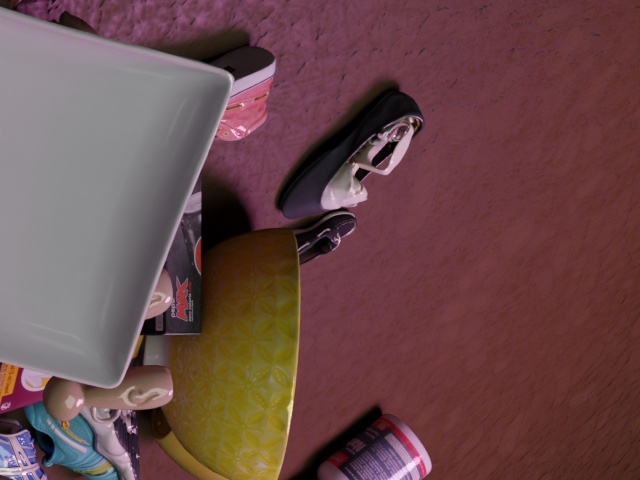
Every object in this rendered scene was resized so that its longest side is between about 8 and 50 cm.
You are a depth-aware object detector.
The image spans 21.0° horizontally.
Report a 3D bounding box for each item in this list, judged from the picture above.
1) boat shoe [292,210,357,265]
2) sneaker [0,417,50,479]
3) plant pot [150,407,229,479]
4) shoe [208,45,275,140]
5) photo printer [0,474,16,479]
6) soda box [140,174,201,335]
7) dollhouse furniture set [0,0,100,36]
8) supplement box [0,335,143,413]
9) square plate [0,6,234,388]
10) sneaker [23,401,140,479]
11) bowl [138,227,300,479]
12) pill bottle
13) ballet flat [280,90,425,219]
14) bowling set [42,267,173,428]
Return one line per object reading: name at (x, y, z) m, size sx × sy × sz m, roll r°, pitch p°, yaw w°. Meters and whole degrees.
boat shoe at (0.000, 0.000, 2.061) m, size 0.125 × 0.038 × 0.046 m, roll -19°, pitch 138°, yaw -38°
sneaker at (-0.330, 0.244, 1.858) m, size 0.081 × 0.080 × 0.211 m, roll -52°, pitch 130°, yaw -9°
plant pot at (-0.146, 0.219, 2.061) m, size 0.095 × 0.134 × 0.134 m, roll 21°, pitch 110°, yaw -31°
shoe at (-0.118, -0.132, 1.748) m, size 0.178 × 0.063 × 0.081 m, roll -27°, pitch 138°, yaw -37°
photo printer at (-0.407, 0.249, 1.604) m, size 0.256 × 0.308 × 0.107 m, roll 15°, pitch 89°, yaw -54°
soda box at (-0.160, 0.014, 1.786) m, size 0.060 × 0.053 × 0.168 m, roll 3°, pitch 87°, yaw -52°
dollhouse furniture set at (-0.305, -0.144, 1.526) m, size 0.182 × 0.101 × 0.161 m, roll -40°, pitch 116°, yaw 19°
supplement box at (-0.279, 0.100, 1.795) m, size 0.188 × 0.081 × 0.104 m, roll -15°, pitch 135°, yaw -42°
square plate at (-0.290, -0.054, 1.492) m, size 0.347 × 0.049 × 0.344 m, roll 16°, pitch 118°, yaw -14°
sneaker at (-0.265, 0.222, 1.954) m, size 0.110 × 0.107 × 0.275 m, roll -7°, pitch 150°, yaw 1°
bowl at (-0.119, 0.123, 1.901) m, size 0.156 × 0.289 × 0.289 m, roll 5°, pitch 131°, yaw -7°
pill bottle at (0.058, 0.338, 2.438) m, size 0.180 × 0.108 × 0.108 m, roll -36°, pitch 147°, yaw -18°
ballet flat at (0.043, -0.088, 1.988) m, size 0.203 × 0.074 × 0.074 m, roll -44°, pitch 148°, yaw -5°
bowling set at (-0.238, 0.024, 1.687) m, size 0.154 × 0.200 × 0.287 m, roll -6°, pitch 116°, yaw -17°
